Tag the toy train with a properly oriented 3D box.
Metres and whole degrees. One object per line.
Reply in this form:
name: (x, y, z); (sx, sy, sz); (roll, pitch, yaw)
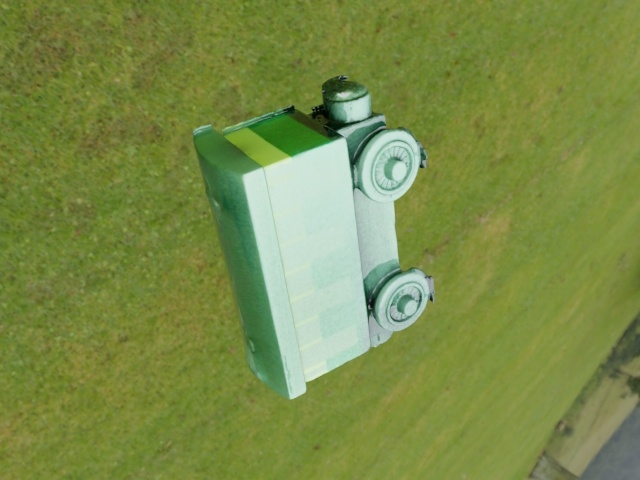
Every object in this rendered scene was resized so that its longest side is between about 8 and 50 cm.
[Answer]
toy train: (0.000, 0.000, 0.638); (0.202, 0.120, 0.300); (-23, 126, -21)
